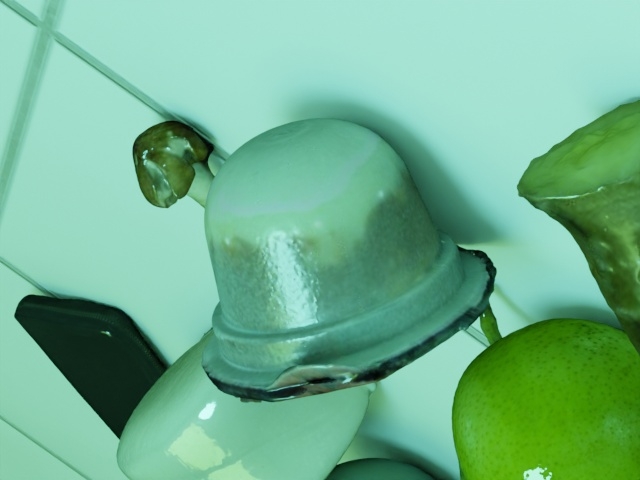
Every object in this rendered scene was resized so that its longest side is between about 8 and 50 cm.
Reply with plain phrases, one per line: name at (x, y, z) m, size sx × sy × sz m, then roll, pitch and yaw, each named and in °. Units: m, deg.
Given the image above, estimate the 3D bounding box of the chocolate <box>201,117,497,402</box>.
chocolate at (-0.006, 0.002, 1.214) m, size 0.221 × 0.221 × 0.147 m, roll 4°, pitch 127°, yaw 49°

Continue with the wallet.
wallet at (-0.185, 0.143, 1.859) m, size 0.149 × 0.044 × 0.250 m, roll 6°, pitch 143°, yaw 40°

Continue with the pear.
pear at (0.154, 0.124, 1.263) m, size 0.216 × 0.166 × 0.180 m, roll 51°, pitch 179°, yaw 32°

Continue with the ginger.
ginger at (0.220, 0.033, 1.053) m, size 0.263 × 0.109 × 0.116 m, roll 44°, pitch -179°, yaw -19°

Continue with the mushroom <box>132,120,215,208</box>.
mushroom at (-0.082, -0.018, 1.413) m, size 0.060 × 0.061 × 0.187 m, roll 8°, pitch 149°, yaw 36°

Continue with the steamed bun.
steamed bun at (-0.074, 0.163, 1.602) m, size 0.146 × 0.164 × 0.241 m, roll 40°, pitch 157°, yaw -9°

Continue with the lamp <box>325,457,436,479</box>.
lamp at (0.075, 0.278, 1.616) m, size 0.244 × 0.198 × 0.198 m, roll 6°, pitch 146°, yaw 21°
